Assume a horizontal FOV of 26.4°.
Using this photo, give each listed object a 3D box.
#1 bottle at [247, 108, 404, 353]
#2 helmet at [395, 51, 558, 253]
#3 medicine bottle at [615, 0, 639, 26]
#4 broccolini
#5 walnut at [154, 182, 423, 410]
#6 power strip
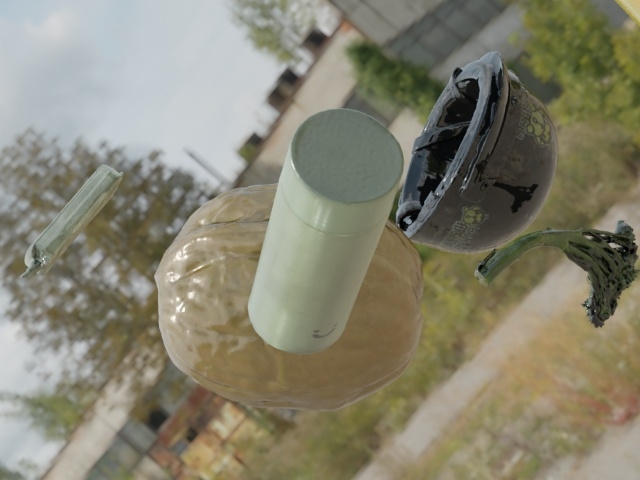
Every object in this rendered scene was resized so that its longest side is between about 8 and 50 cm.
[{"bbox_3d":[0.000,0.000,0.878,0.072,0.072,0.201,-47,-13,-28],"label":"bottle"},{"bbox_3d":[0.209,-0.093,1.671,0.279,0.160,0.230,-46,23,53],"label":"helmet"},{"bbox_3d":[0.212,-0.172,0.870,0.074,0.074,0.218,-51,36,20],"label":"medicine bottle"},{"bbox_3d":[0.266,0.046,1.540,0.271,0.123,0.062,-6,-2,-41],"label":"broccolini"},{"bbox_3d":[-0.030,0.053,1.301,0.225,0.261,0.225,8,-90,-83],"label":"walnut"},{"bbox_3d":[-0.284,-0.021,1.554,0.191,0.030,0.047,-55,1,-38],"label":"power strip"}]
